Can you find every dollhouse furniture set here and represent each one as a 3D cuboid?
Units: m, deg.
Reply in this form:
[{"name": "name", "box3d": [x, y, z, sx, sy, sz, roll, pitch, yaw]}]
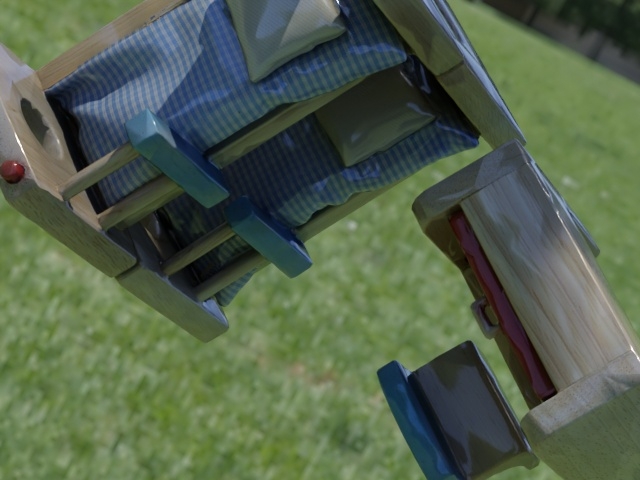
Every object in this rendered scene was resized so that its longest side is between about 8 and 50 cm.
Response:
[{"name": "dollhouse furniture set", "box3d": [0.000, 0.000, 0.527, 0.129, 0.129, 0.184, 42, 19, -57]}]
